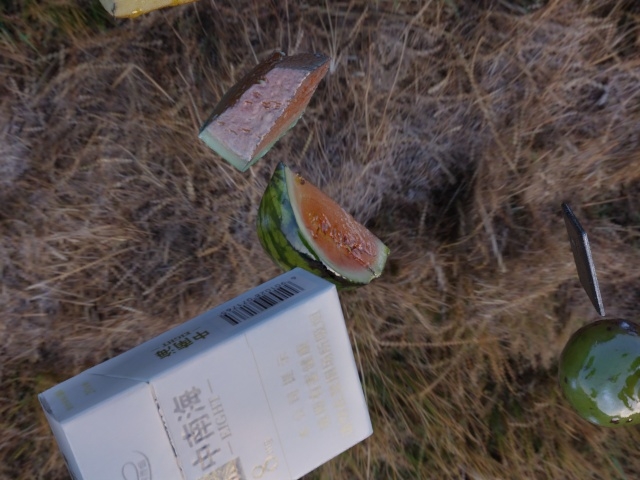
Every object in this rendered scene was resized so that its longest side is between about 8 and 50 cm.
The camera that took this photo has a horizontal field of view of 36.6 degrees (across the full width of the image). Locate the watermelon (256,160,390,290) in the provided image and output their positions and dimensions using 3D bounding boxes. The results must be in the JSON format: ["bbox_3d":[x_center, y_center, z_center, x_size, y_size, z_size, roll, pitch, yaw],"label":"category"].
[{"bbox_3d":[0.001,0.010,0.924,0.163,0.069,0.087,36,98,-33],"label":"watermelon"}]

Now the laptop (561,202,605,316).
[{"bbox_3d":[0.468,0.034,1.731,0.016,0.129,0.180,-18,116,7],"label":"laptop"}]

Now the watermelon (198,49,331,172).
[{"bbox_3d":[-0.080,-0.263,1.719,0.139,0.256,0.193,40,49,-8],"label":"watermelon"}]

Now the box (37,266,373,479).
[{"bbox_3d":[-0.084,0.141,0.781,0.242,0.067,0.155,-27,115,-24],"label":"box"}]

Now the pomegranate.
[{"bbox_3d":[0.350,0.149,1.107,0.129,0.159,0.129,9,73,-29],"label":"pomegranate"}]

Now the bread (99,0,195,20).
[{"bbox_3d":[-0.248,-0.519,1.480,0.279,0.207,0.279,-26,69,-25],"label":"bread"}]
